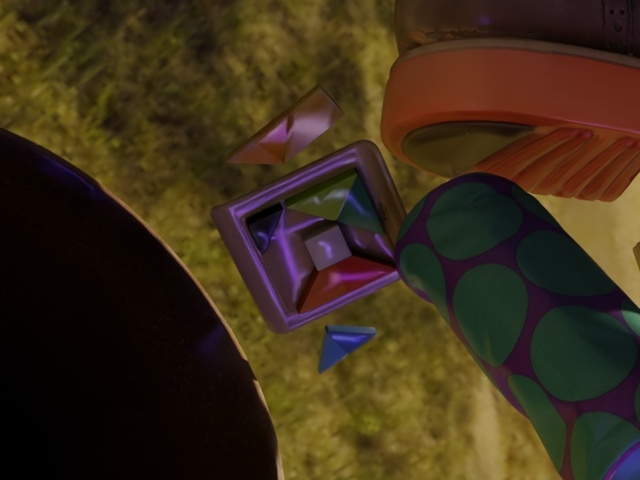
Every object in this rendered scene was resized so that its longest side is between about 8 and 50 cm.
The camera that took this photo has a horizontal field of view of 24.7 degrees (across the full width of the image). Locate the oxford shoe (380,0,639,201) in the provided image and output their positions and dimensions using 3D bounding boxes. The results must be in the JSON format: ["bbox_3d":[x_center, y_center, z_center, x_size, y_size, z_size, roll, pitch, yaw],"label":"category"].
[{"bbox_3d":[0.211,-0.082,0.634,0.364,0.130,0.132,8,74,-10],"label":"oxford shoe"}]

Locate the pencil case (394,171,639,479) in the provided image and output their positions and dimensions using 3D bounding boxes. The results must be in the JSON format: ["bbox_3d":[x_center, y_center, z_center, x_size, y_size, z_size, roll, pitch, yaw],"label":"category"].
[{"bbox_3d":[0.087,0.041,0.542,0.064,0.070,0.151,-15,45,-21],"label":"pencil case"}]

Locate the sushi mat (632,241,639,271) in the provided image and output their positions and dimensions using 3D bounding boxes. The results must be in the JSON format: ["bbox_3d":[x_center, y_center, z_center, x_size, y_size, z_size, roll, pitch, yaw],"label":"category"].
[{"bbox_3d":[0.255,0.106,0.822,0.019,0.151,0.316,-2,62,-18],"label":"sushi mat"}]

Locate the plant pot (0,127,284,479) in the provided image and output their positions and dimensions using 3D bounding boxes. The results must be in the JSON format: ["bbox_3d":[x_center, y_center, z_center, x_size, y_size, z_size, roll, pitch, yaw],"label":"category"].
[{"bbox_3d":[-0.171,0.105,0.567,0.215,0.230,0.215,40,26,-24],"label":"plant pot"}]

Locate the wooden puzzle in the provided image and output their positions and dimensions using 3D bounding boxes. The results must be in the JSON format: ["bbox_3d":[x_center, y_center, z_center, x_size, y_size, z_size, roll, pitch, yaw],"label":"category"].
[{"bbox_3d":[0.000,0.000,0.590,0.116,0.078,0.014,57,8,-30],"label":"wooden puzzle"}]
